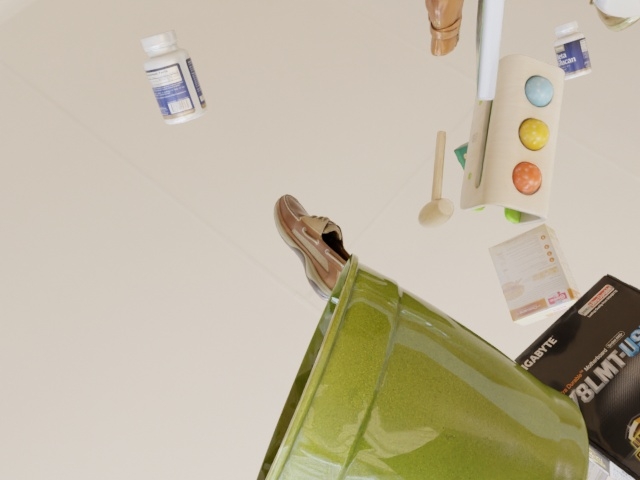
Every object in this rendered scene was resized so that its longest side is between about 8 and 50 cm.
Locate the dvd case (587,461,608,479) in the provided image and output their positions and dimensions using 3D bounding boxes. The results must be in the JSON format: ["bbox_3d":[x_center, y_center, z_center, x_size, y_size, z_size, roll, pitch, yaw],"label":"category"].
[{"bbox_3d":[0.604,0.502,1.216,0.022,0.253,0.180,25,-96,43],"label":"dvd case"}]

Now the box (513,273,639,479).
[{"bbox_3d":[0.504,0.226,0.895,0.295,0.073,0.293,-36,-137,-14],"label":"box"}]

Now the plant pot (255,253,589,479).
[{"bbox_3d":[0.133,0.254,0.737,0.353,0.366,0.366,23,-114,1],"label":"plant pot"}]

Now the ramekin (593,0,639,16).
[{"bbox_3d":[0.401,-0.360,0.576,0.277,0.277,0.135,-14,-98,-8],"label":"ramekin"}]

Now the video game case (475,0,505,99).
[{"bbox_3d":[0.205,-0.308,0.663,0.023,0.212,0.193,3,-141,13],"label":"video game case"}]

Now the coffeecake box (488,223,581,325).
[{"bbox_3d":[0.480,0.079,1.238,0.142,0.068,0.186,-29,-122,33],"label":"coffeecake box"}]

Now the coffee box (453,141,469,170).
[{"bbox_3d":[0.383,-0.177,1.177,0.040,0.184,0.113,-34,-82,-30],"label":"coffee box"}]

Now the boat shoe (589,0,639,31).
[{"bbox_3d":[0.544,-0.504,1.029,0.089,0.104,0.285,29,-129,-26],"label":"boat shoe"}]

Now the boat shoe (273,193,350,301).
[{"bbox_3d":[0.000,0.000,1.280,0.116,0.123,0.324,-47,-123,21],"label":"boat shoe"}]

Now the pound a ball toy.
[{"bbox_3d":[0.309,-0.162,0.965,0.208,0.136,0.319,14,-100,-14],"label":"pound a ball toy"}]

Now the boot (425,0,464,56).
[{"bbox_3d":[0.331,-0.597,1.358,0.109,0.220,0.283,8,-142,22],"label":"boot"}]

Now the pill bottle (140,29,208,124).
[{"bbox_3d":[-0.211,-0.233,0.787,0.067,0.120,0.067,-13,-155,6],"label":"pill bottle"}]

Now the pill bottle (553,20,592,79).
[{"bbox_3d":[0.807,-0.611,1.773,0.094,0.094,0.169,-19,-80,-10],"label":"pill bottle"}]
